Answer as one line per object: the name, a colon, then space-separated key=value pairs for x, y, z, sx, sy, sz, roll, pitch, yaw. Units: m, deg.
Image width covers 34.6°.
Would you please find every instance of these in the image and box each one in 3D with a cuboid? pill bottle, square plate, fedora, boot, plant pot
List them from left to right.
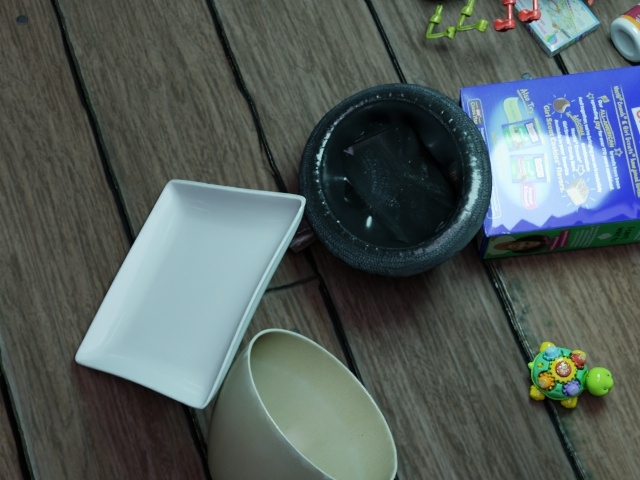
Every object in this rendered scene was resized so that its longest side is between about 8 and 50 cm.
square plate: x=-0.200 y=0.073 z=1.597 sx=0.344 sy=0.049 sz=0.347 roll=10 pitch=69 yaw=44
plant pot: x=-0.054 y=0.299 z=1.505 sx=0.191 sy=0.284 sz=0.284 roll=-45 pitch=73 yaw=22
boot: x=0.000 y=0.000 z=1.696 sx=0.114 sy=0.037 sz=0.106 roll=-25 pitch=59 yaw=-9
fedora: x=0.127 y=-0.080 z=1.644 sx=0.334 sy=0.152 sz=0.334 roll=-7 pitch=66 yaw=15
pill bottle: x=0.581 y=-0.380 z=1.765 sx=0.152 sy=0.086 sz=0.086 roll=-34 pitch=73 yaw=-9

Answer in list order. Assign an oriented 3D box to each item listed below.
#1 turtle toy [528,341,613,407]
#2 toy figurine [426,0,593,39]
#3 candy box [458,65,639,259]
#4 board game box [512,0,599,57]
turtle toy: x=0.386 y=0.208 z=1.592 sx=0.130 sy=0.066 sz=0.095 roll=14 pitch=73 yaw=7
toy figurine: x=0.374 y=-0.436 z=1.747 sx=0.362 sy=0.217 sz=0.191 roll=-7 pitch=84 yaw=46
candy box: x=0.399 y=-0.126 z=1.673 sx=0.317 sy=0.122 sz=0.268 roll=-7 pitch=71 yaw=2
board game box: x=0.402 y=-0.409 z=1.815 sx=0.103 sy=0.026 sz=0.154 roll=-31 pitch=73 yaw=-7
